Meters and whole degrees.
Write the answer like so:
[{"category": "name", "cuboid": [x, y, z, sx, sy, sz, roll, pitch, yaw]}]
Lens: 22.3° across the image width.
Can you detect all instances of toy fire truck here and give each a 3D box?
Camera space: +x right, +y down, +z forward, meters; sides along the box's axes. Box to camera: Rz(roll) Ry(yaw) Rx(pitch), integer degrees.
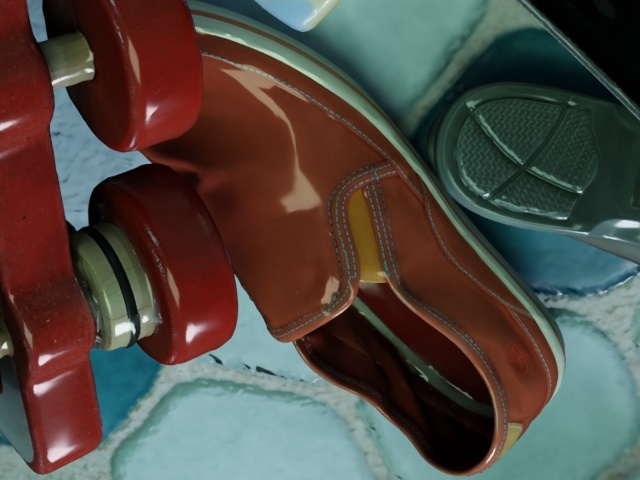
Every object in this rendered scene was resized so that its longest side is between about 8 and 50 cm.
[{"category": "toy fire truck", "cuboid": [-0.180, -0.047, 0.807, 0.169, 0.254, 0.302, -23, 127, -24]}]

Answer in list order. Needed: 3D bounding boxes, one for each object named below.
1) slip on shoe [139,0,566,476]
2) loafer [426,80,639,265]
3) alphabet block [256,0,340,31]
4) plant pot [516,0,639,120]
[{"category": "slip on shoe", "cuboid": [0.000, 0.000, 0.858, 0.331, 0.101, 0.123, 44, 134, -16]}, {"category": "loafer", "cuboid": [0.184, -0.025, 0.856, 0.267, 0.084, 0.096, 18, 93, -8]}, {"category": "alphabet block", "cuboid": [-0.002, -0.240, 0.660, 0.192, 0.193, 0.197, 36, 120, -17]}, {"category": "plant pot", "cuboid": [0.200, -0.151, 0.703, 0.187, 0.167, 0.188, 41, 118, -15]}]
